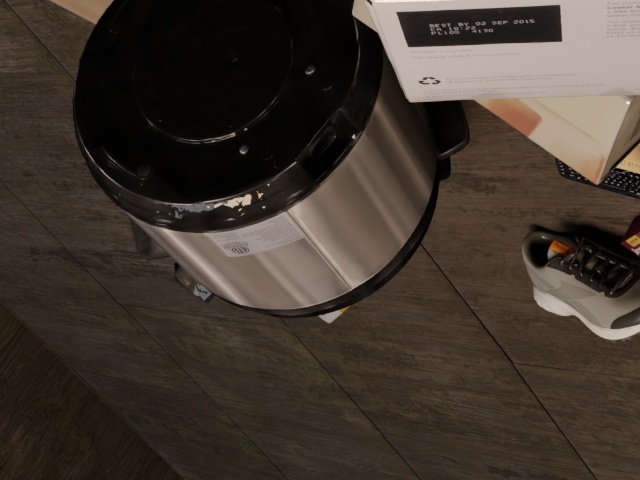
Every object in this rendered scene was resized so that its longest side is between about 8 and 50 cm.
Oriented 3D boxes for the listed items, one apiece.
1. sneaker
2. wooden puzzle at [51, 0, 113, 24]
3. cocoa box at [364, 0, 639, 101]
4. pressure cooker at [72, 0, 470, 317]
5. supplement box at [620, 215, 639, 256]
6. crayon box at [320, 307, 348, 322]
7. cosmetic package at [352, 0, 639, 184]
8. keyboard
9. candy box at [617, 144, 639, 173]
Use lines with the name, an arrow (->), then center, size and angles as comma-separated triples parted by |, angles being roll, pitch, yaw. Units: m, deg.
sneaker -> 0.347, 0.051, 1.853 | 0.271, 0.100, 0.108 | 18, 145, 58
wooden puzzle -> -0.326, -0.401, 1.822 | 0.322, 0.080, 0.348 | 28, 163, 11
cocoa box -> 0.222, -0.254, 1.134 | 0.347, 0.228, 0.231 | -1, 166, 10
pressure cooker -> -0.057, -0.106, 1.717 | 0.370, 0.375, 0.420 | 23, 167, 28
supplement box -> 0.422, 0.004, 1.788 | 0.083, 0.043, 0.055 | 34, 156, -3
crayon box -> 0.000, 0.000, 2.208 | 0.203, 0.083, 0.323 | 34, 155, -5
cosmetic package -> 0.190, -0.207, 1.342 | 0.296, 0.153, 0.129 | 39, 150, 19
keyboard -> 0.363, -0.072, 1.727 | 0.192, 0.038, 0.100 | 16, 150, 28
candy box -> 0.379, -0.187, 1.380 | 0.183, 0.087, 0.316 | 18, 140, 26
